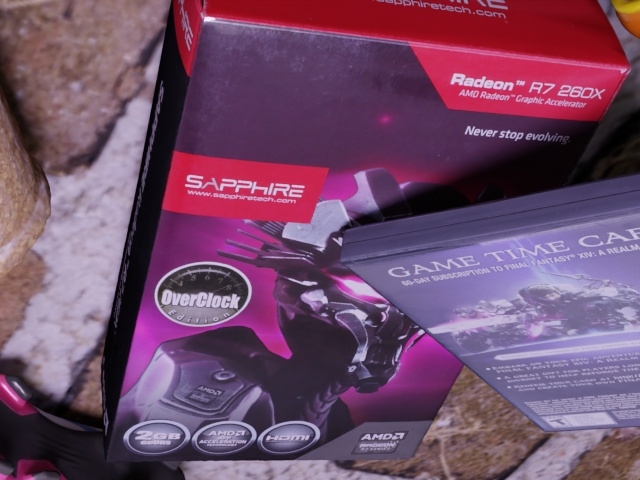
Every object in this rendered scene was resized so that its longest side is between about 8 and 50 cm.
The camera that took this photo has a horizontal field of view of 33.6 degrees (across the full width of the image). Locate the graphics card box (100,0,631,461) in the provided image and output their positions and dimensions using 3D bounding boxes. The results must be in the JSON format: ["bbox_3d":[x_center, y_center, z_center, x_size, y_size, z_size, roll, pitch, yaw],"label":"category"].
[{"bbox_3d":[0.000,0.000,0.654,0.233,0.094,0.371,4,136,-19],"label":"graphics card box"}]

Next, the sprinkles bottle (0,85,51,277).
[{"bbox_3d":[-0.223,-0.124,0.447,0.121,0.121,0.355,-12,138,-2],"label":"sprinkles bottle"}]

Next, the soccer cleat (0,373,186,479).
[{"bbox_3d":[-0.235,0.168,0.750,0.143,0.116,0.331,-34,134,19],"label":"soccer cleat"}]

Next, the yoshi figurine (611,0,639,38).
[{"bbox_3d":[0.306,-0.025,0.622,0.362,0.203,0.203,32,80,-28],"label":"yoshi figurine"}]

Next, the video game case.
[{"bbox_3d":[0.165,0.050,0.611,0.196,0.026,0.274,-11,145,33],"label":"video game case"}]
